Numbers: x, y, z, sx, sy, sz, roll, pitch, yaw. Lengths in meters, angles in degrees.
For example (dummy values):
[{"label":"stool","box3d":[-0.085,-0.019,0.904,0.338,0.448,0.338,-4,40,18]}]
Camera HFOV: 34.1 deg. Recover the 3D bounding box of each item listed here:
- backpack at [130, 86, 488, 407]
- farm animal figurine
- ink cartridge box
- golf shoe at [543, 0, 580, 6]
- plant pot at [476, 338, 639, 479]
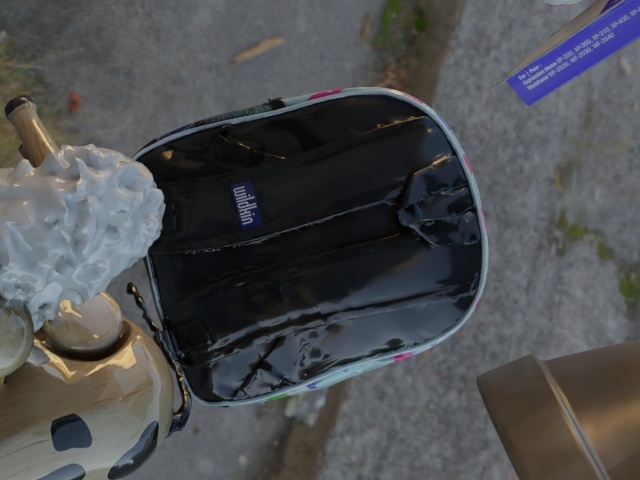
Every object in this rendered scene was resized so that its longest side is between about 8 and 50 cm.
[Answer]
[{"label":"backpack","box3d":[0.000,0.000,0.815,0.191,0.254,0.225,0,73,-82]},{"label":"farm animal figurine","box3d":[-0.209,0.125,0.521,0.327,0.172,0.330,-28,155,-21]},{"label":"ink cartridge box","box3d":[0.270,-0.200,0.936,0.045,0.206,0.208,55,37,-4]},{"label":"golf shoe","box3d":[0.279,-0.362,1.116,0.306,0.140,0.115,118,-38,-61]},{"label":"plant pot","box3d":[0.339,0.211,0.965,0.323,0.280,0.323,61,7,-13]}]
